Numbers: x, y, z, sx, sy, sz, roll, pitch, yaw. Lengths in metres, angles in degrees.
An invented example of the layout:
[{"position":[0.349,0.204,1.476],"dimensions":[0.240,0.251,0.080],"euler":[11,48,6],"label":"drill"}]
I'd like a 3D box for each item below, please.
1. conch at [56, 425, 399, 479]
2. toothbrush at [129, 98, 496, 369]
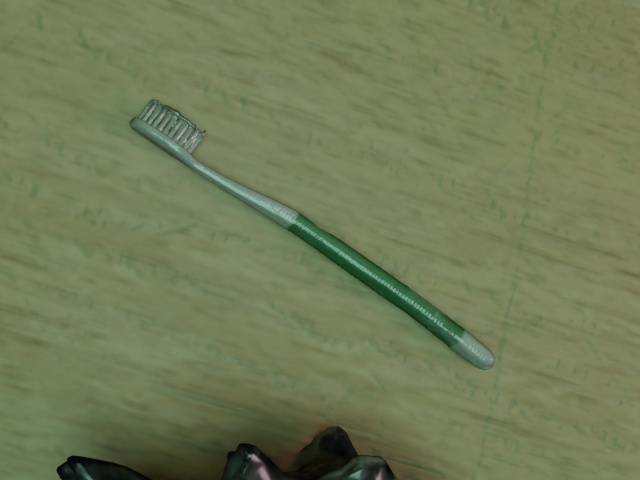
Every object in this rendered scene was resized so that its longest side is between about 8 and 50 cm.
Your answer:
[{"position":[-0.011,0.223,0.442],"dimensions":[0.240,0.186,0.313],"euler":[-41,115,5],"label":"conch"},{"position":[0.000,0.000,0.502],"dimensions":[0.257,0.018,0.024],"euler":[36,81,-5],"label":"toothbrush"}]
